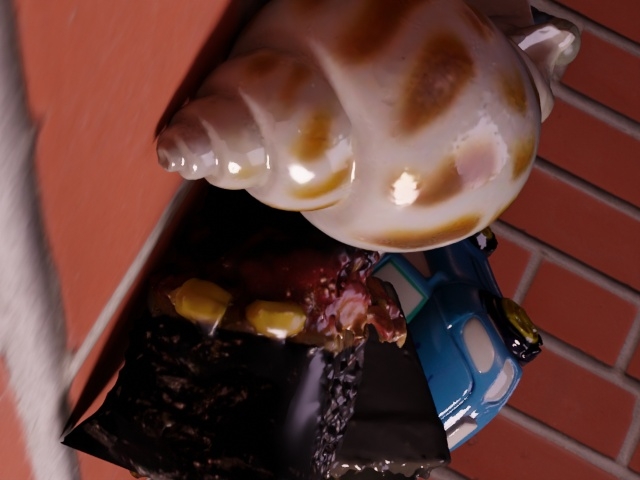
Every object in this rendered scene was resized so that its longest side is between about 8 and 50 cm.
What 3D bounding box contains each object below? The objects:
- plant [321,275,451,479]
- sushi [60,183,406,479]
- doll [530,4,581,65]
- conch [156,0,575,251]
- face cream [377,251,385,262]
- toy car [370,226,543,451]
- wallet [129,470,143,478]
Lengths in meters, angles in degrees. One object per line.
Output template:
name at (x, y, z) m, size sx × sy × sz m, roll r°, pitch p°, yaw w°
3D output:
plant at (0.015, 0.158, 1.272) m, size 0.164 × 0.141 × 0.256 m, roll 152°, pitch -65°, yaw -61°
sushi at (-0.033, 0.049, 0.880) m, size 0.172 × 0.153 × 0.150 m, roll -8°, pitch 109°, yaw -58°
doll at (0.210, -0.204, 2.009) m, size 0.228 × 0.154 × 0.258 m, roll -23°, pitch 148°, yaw -24°
conch at (0.030, -0.080, 0.796) m, size 0.148 × 0.183 × 0.275 m, roll -36°, pitch 170°, yaw 26°
face cream at (0.000, 0.000, 1.388) m, size 0.143 × 0.089 × 0.314 m, roll -62°, pitch -174°, yaw -14°
toy car at (0.078, 0.066, 1.495) m, size 0.198 × 0.166 × 0.314 m, roll -41°, pitch -144°, yaw 20°
wallet at (-0.057, 0.078, 1.123) m, size 0.137 × 0.031 × 0.255 m, roll -22°, pitch 150°, yaw -37°
